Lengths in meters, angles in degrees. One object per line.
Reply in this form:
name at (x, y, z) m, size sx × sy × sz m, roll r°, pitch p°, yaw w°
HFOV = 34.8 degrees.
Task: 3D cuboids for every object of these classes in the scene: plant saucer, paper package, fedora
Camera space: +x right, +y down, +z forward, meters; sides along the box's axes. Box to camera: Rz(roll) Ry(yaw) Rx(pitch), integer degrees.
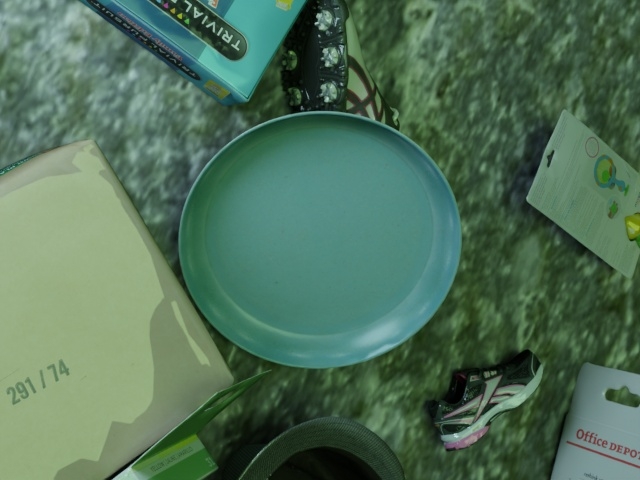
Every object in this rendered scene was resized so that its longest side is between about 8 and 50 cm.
plant saucer at (0.000, 0.000, 1.158) m, size 0.317 × 0.044 × 0.318 m, roll -1°, pitch 115°, yaw -2°
paper package at (-0.304, 0.103, 1.016) m, size 0.324 × 0.168 × 0.310 m, roll -34°, pitch 107°, yaw -20°
fedora at (-0.027, 0.313, 1.185) m, size 0.275 × 0.124 × 0.244 m, roll 40°, pitch 78°, yaw -31°

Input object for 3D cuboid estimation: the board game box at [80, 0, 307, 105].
board game box at (-0.109, -0.361, 1.133) m, size 0.253 × 0.079 × 0.336 m, roll 35°, pitch 78°, yaw -23°

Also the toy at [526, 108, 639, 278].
toy at (0.364, -0.059, 1.394) m, size 0.237 × 0.056 × 0.137 m, roll 31°, pitch 76°, yaw -29°

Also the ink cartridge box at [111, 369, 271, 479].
ink cartridge box at (-0.149, 0.231, 1.048) m, size 0.235 × 0.171 × 0.056 m, roll -37°, pitch 82°, yaw 12°

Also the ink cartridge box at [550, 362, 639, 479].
ink cartridge box at (0.406, 0.356, 1.353) m, size 0.119 × 0.207 × 0.354 m, roll 17°, pitch 86°, yaw -24°

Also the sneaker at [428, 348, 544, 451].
sneaker at (0.214, 0.192, 1.330) m, size 0.178 × 0.072 × 0.077 m, roll -37°, pitch 97°, yaw -25°

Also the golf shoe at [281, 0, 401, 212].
golf shoe at (0.030, -0.160, 1.215) m, size 0.120 × 0.105 × 0.273 m, roll -17°, pitch 107°, yaw -40°
